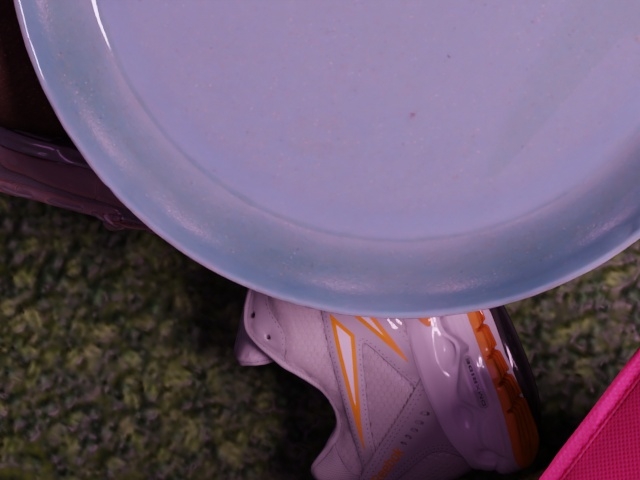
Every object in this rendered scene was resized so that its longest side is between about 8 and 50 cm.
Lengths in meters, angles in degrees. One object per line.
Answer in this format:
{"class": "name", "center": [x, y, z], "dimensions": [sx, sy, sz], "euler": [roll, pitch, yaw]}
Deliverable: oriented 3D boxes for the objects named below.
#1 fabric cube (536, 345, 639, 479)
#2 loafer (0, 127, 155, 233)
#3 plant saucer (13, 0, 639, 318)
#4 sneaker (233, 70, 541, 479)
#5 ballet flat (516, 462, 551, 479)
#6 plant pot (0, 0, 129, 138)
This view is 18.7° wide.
{"class": "fabric cube", "center": [0.192, 0.228, 0.736], "dimensions": [0.258, 0.254, 0.259], "euler": [41, 97, 37]}
{"class": "loafer", "center": [-0.103, -0.024, 0.934], "dimensions": [0.125, 0.045, 0.039], "euler": [22, 114, 14]}
{"class": "plant saucer", "center": [0.033, -0.127, 0.794], "dimensions": [0.318, 0.044, 0.317], "euler": [0, 99, 2]}
{"class": "sneaker", "center": [0.000, 0.000, 0.890], "dimensions": [0.121, 0.099, 0.262], "euler": [-22, 89, 15]}
{"class": "ballet flat", "center": [0.042, 0.212, 0.890], "dimensions": [0.123, 0.123, 0.348], "euler": [30, 100, 6]}
{"class": "plant pot", "center": [-0.182, -0.149, 0.868], "dimensions": [0.230, 0.215, 0.215], "euler": [30, 98, -9]}
